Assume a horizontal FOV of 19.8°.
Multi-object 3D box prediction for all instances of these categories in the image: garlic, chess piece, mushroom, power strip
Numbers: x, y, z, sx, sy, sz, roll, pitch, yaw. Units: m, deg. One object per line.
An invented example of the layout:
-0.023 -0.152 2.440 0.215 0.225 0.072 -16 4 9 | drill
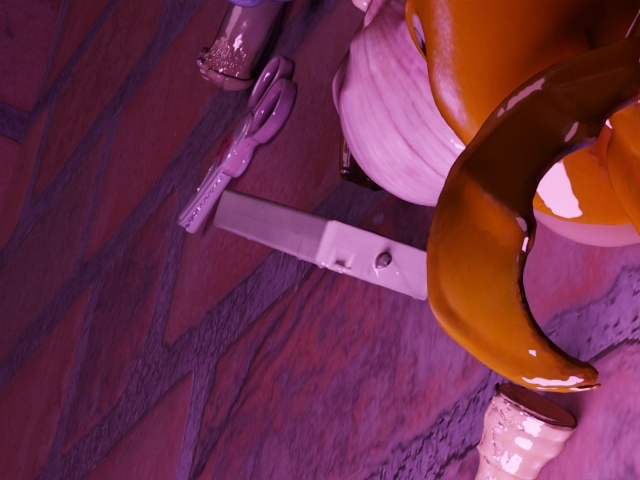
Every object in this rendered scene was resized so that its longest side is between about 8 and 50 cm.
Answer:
0.073 -0.163 1.383 0.245 0.253 0.245 -41 35 37 | garlic
0.105 0.180 1.199 0.172 0.060 0.060 -65 19 14 | chess piece
-0.082 -0.286 2.210 0.092 0.081 0.223 5 76 52 | mushroom
0.000 0.000 1.613 0.043 0.106 0.367 -72 19 0 | power strip

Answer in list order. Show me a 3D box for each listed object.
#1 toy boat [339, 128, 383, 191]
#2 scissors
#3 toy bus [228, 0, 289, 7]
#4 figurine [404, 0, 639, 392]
0.099 -0.193 1.578 0.321 0.089 0.121 -65 14 7 | toy boat
-0.098 -0.102 2.116 0.242 0.030 0.118 -54 23 26 | scissors
-0.080 -0.428 2.086 0.197 0.294 0.232 -54 5 39 | toy bus
0.192 -0.140 0.994 0.387 0.268 0.401 35 113 57 | figurine
